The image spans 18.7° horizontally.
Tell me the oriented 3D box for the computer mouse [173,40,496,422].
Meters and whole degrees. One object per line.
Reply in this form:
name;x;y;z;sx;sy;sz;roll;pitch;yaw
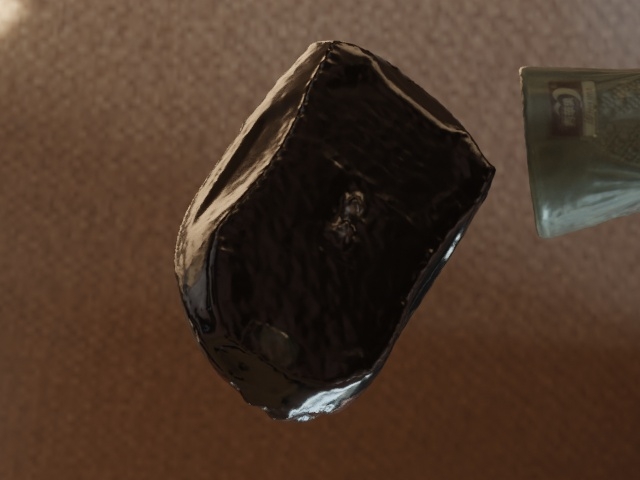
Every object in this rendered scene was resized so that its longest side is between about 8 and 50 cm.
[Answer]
computer mouse;0.000;0.000;0.913;0.122;0.217;0.073;42;141;-11

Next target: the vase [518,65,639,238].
vase;0.221;-0.061;1.057;0.219;0.096;0.096;-7;132;7
